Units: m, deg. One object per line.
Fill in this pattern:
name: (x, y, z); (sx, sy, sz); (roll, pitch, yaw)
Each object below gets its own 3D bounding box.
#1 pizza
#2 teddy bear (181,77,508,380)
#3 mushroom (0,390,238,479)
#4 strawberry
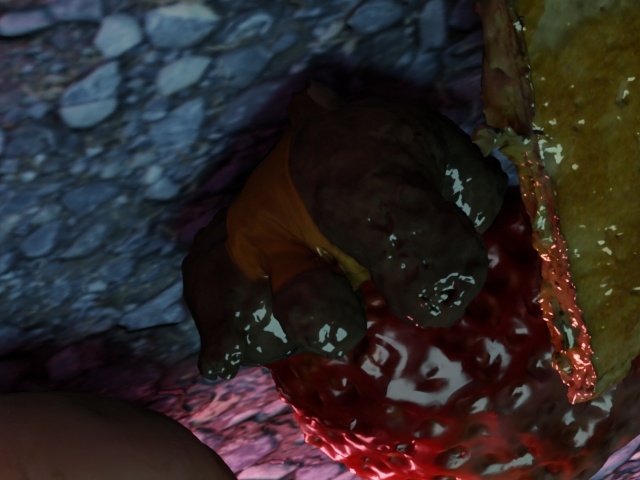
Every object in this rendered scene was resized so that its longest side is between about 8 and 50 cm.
pizza: (0.159, -0.089, 1.035); (0.280, 0.075, 0.287); (-53, 131, -14)
teddy bear: (0.000, 0.000, 1.035); (0.190, 0.140, 0.177); (-42, -168, 28)
mushroom: (-0.208, 0.264, 1.156); (0.325, 0.353, 0.353); (13, 143, -6)
strawberry: (0.097, 0.091, 1.249); (0.265, 0.149, 0.336); (-37, 150, 24)
